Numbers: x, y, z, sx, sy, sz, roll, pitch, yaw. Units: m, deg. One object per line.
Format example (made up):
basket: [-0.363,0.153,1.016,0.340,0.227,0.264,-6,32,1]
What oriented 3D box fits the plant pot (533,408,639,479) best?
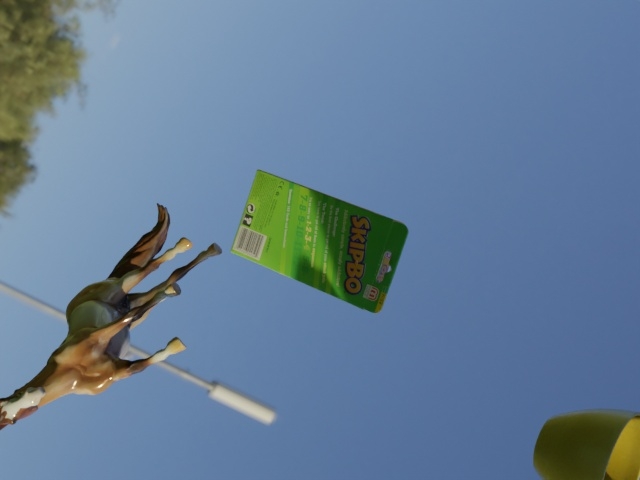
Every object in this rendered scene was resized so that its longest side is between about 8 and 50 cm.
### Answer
plant pot: [0.297,0.243,1.272,0.095,0.134,0.134,16,-105,33]

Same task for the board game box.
board game box: [0.000,0.000,1.516,0.259,0.039,0.124,22,-84,35]

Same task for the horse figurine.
horse figurine: [-0.180,0.068,1.001,0.175,0.066,0.263,-30,-158,19]
